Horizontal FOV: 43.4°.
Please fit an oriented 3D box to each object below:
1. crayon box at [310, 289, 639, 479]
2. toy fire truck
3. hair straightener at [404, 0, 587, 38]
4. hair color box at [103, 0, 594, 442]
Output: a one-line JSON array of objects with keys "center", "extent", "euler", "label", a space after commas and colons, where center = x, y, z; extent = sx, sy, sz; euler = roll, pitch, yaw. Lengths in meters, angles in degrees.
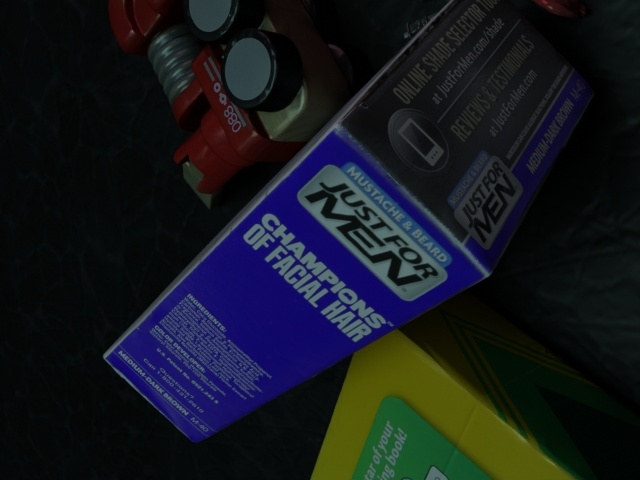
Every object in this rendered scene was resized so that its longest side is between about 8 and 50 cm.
[{"center": [0.122, 0.263, 0.570], "extent": [0.313, 0.106, 0.362], "euler": [39, 127, 34], "label": "crayon box"}, {"center": [-0.097, -0.134, 0.685], "extent": [0.246, 0.159, 0.217], "euler": [-39, 72, 33], "label": "toy fire truck"}, {"center": [0.066, -0.180, 0.550], "extent": [0.230, 0.047, 0.089], "euler": [43, 129, 23], "label": "hair straightener"}, {"center": [0.000, 0.000, 0.537], "extent": [0.110, 0.185, 0.339], "euler": [43, 140, -4], "label": "hair color box"}]
